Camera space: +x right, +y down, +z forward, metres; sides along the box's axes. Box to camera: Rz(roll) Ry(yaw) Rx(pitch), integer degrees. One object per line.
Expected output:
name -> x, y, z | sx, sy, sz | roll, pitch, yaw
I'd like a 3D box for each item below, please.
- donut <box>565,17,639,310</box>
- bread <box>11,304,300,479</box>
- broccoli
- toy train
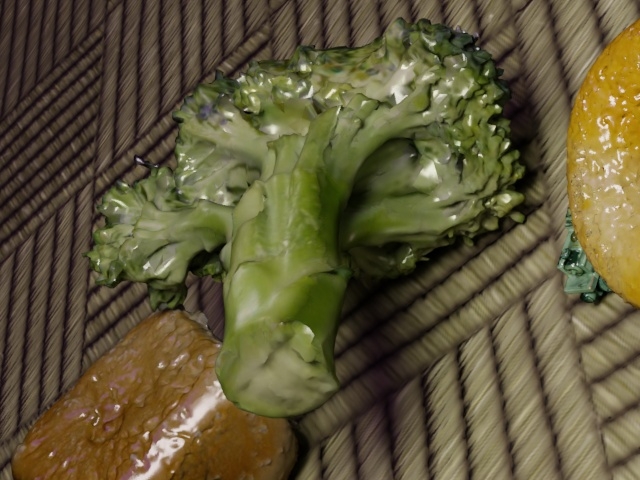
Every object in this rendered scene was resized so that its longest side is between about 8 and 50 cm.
donut -> 0.279, -0.053, 1.200 | 0.278, 0.108, 0.277 | -5, 83, 51
bread -> -0.126, 0.189, 1.575 | 0.246, 0.176, 0.195 | -46, 40, -8
broccoli -> 0.021, -0.029, 1.438 | 0.353, 0.275, 0.397 | -54, 16, -2
toy train -> 0.209, 0.005, 1.364 | 0.033, 0.053, 0.083 | -8, 55, 53
